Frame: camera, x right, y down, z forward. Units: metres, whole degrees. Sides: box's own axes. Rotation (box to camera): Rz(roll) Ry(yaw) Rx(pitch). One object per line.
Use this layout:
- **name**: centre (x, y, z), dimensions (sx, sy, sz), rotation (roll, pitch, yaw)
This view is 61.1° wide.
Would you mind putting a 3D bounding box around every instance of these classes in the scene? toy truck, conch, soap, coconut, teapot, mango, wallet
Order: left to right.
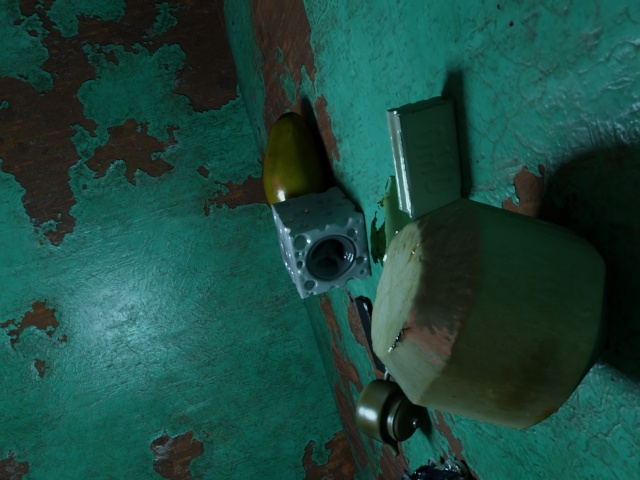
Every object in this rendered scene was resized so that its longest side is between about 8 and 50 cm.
- **mango**: centre (-0.095, -0.257, 1.906), dimensions (0.264, 0.221, 0.377), rotation (-110, 15, -80)
- **wallet**: centre (0.183, 0.336, 1.916), dimensions (0.146, 0.030, 0.285), rotation (172, 80, -82)
- **conch**: centre (0.168, -0.019, 1.214), dimensions (0.250, 0.137, 0.143), rotation (-121, 17, -48)
- **teapot**: centre (0.231, 0.521, 1.667), dimensions (0.175, 0.186, 0.267), rotation (7, 87, 42)
- **soap**: centre (0.191, -0.149, 0.982), dimensions (0.063, 0.115, 0.198), rotation (-132, 26, -64)
- **toy truck**: centre (0.342, 0.700, 1.499), dimensions (0.157, 0.124, 0.272), rotation (60, 162, 11)
- **coconut**: centre (0.237, 0.096, 0.751), dimensions (0.323, 0.323, 0.322), rotation (163, 90, -78)

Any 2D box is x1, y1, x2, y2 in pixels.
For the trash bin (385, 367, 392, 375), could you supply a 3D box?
- **trash bin**: centre (0.241, 0.354, 1.540), dimensions (0.130, 0.059, 0.116), rotation (34, 132, 56)

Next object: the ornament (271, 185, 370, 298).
- **ornament**: centre (0.000, 0.000, 1.760), dimensions (0.239, 0.240, 0.239), rotation (-123, 20, -55)
